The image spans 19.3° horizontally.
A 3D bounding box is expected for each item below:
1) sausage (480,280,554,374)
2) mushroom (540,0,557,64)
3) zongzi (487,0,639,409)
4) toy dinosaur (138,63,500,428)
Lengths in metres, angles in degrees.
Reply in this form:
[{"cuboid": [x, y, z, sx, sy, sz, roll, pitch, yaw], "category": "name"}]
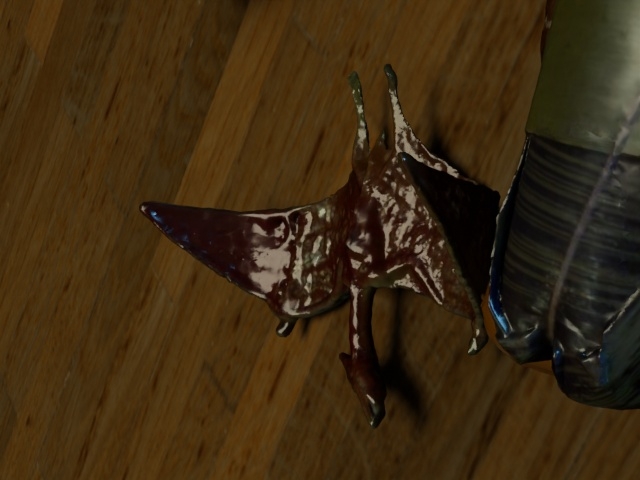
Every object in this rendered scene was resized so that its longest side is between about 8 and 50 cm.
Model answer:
[{"cuboid": [0.139, 0.042, 0.936, 0.183, 0.054, 0.062, 14, 110, 58], "category": "sausage"}, {"cuboid": [0.155, -0.092, 0.911, 0.135, 0.080, 0.171, -154, 76, -66], "category": "mushroom"}, {"cuboid": [0.228, -0.046, 0.721, 0.317, 0.154, 0.289, 21, 105, 41], "category": "zongzi"}, {"cuboid": [-0.002, -0.009, 1.130, 0.327, 0.113, 0.207, 45, 123, 55], "category": "toy dinosaur"}]
